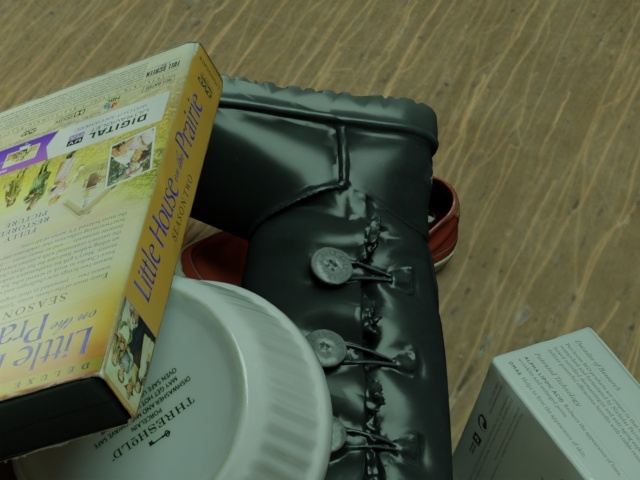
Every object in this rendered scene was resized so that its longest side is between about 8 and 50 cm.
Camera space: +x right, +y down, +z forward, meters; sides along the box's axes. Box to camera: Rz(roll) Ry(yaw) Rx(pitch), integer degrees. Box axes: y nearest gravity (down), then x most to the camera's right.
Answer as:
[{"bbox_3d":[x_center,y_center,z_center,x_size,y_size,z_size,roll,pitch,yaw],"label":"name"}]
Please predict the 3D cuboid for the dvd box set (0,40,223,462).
[{"bbox_3d":[-0.252,0.018,1.477,0.307,0.062,0.420,-18,36,22],"label":"dvd box set"}]

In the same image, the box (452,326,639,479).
[{"bbox_3d":[0.222,0.210,1.582,0.119,0.181,0.182,-14,50,-31],"label":"box"}]

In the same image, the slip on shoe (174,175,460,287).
[{"bbox_3d":[0.000,0.000,1.792,0.331,0.101,0.123,-13,53,-26],"label":"slip on shoe"}]

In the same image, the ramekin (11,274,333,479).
[{"bbox_3d":[-0.134,0.150,1.461,0.273,0.127,0.273,-7,69,19],"label":"ramekin"}]

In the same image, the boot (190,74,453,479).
[{"bbox_3d":[-0.065,0.074,1.622,0.367,0.146,0.445,1,66,0],"label":"boot"}]
